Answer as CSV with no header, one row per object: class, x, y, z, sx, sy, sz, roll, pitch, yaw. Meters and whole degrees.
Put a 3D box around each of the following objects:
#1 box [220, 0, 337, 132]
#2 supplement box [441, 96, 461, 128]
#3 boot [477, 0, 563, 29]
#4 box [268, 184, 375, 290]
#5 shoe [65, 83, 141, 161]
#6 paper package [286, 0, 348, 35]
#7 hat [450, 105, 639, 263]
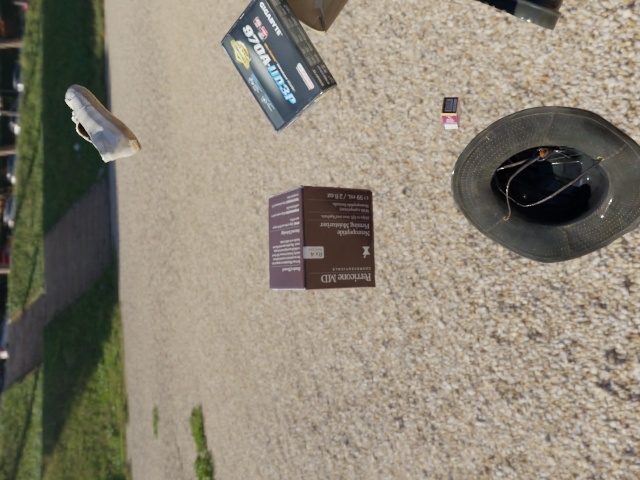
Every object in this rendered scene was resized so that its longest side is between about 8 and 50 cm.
box,-0.085,-0.347,1.160,0.175,0.051,0.220,-28,95,51
supplement box,0.359,-0.348,1.626,0.083,0.043,0.054,48,-130,-64
boot,0.403,-0.598,1.181,0.348,0.131,0.260,46,129,40
box,0.000,0.000,1.225,0.167,0.169,0.203,-9,82,61
shoe,-0.361,-0.186,0.938,0.219,0.058,0.076,37,163,38
paper package,-0.007,-0.651,1.272,0.309,0.168,0.324,-51,32,24
hat,0.397,-0.118,1.038,0.133,0.332,0.331,-72,4,-46
